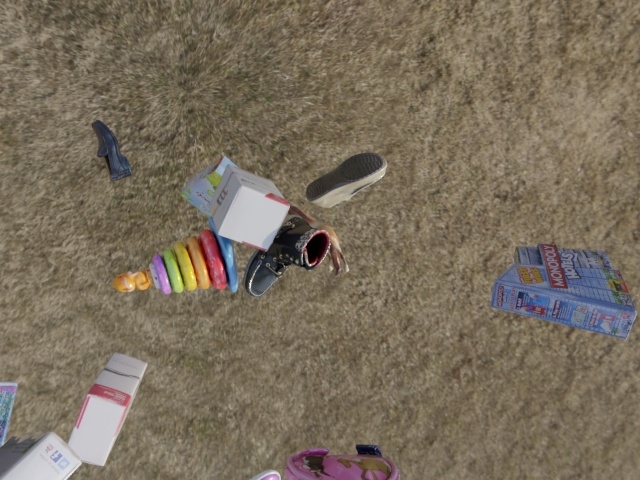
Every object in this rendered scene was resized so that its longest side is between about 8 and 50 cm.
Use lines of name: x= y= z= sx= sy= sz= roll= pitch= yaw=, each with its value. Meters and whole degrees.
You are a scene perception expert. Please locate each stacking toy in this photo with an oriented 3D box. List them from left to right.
stacking toy: x=-0.371 y=0.075 z=1.318 sx=0.302 sy=0.175 sz=0.165 roll=-17 pitch=133 yaw=-19

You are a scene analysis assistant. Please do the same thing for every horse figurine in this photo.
horse figurine: x=0.000 y=0.000 z=1.473 sx=0.066 sy=0.263 sz=0.174 roll=-30 pitch=124 yaw=-12

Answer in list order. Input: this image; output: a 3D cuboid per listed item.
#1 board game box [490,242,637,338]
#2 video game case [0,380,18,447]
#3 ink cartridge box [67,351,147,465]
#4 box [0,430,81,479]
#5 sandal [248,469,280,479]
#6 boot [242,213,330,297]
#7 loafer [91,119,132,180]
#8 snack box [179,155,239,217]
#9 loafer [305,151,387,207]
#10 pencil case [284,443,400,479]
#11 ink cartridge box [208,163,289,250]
board game box: x=0.380 y=0.065 z=0.850 sx=0.194 sy=0.194 sz=0.060 roll=4 pitch=125 yaw=11
video game case: x=-0.539 y=0.275 z=0.750 sx=0.157 sy=0.019 sz=0.143 roll=20 pitch=70 yaw=-46
ink cartridge box: x=-0.488 y=0.380 z=1.195 sx=0.092 sy=0.218 sz=0.158 roll=22 pitch=99 yaw=-12
box: x=-0.432 y=0.351 z=0.555 sx=0.058 sy=0.232 sz=0.322 roll=53 pitch=48 yaw=-10
sandal: x=-0.270 y=0.947 z=1.711 sx=0.416 sy=0.102 sz=0.169 roll=-46 pitch=137 yaw=-10
boot: x=-0.085 y=0.050 z=1.241 sx=0.085 sy=0.179 sz=0.236 roll=37 pitch=83 yaw=-29
loafer: x=-0.575 y=-0.242 z=1.398 sx=0.061 sy=0.062 sz=0.170 roll=-33 pitch=100 yaw=-31
snack box: x=-0.283 y=-0.134 z=1.515 sx=0.174 sy=0.207 sz=0.070 roll=41 pitch=52 yaw=-25
loafer: x=0.085 y=-0.182 z=1.598 sx=0.269 sy=0.101 sz=0.092 roll=-23 pitch=149 yaw=16
pencil case: x=0.026 y=0.482 z=0.689 sx=0.160 sy=0.167 sz=0.385 roll=-1 pitch=87 yaw=13
ink cartridge box: x=-0.174 y=-0.081 z=1.225 sx=0.128 sy=0.176 sz=0.127 roll=20 pitch=107 yaw=-26
